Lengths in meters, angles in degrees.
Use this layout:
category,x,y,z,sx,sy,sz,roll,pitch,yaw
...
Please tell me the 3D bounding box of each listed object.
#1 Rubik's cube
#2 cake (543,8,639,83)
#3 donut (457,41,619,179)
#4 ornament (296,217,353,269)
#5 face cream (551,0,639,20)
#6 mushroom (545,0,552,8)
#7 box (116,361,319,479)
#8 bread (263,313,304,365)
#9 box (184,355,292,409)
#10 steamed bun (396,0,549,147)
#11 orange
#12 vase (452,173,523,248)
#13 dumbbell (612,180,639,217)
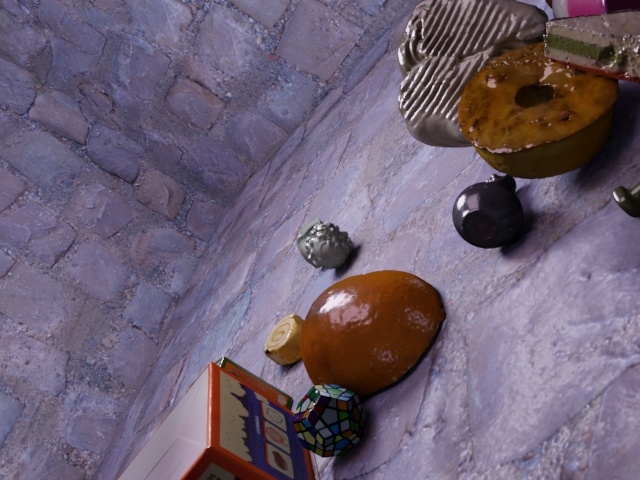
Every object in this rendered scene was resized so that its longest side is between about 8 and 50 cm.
category,x,y,z,sx,sy,sz,roll,pitch,yaw
Rubik's cube,0.016,0.322,1.290,0.133,0.133,0.112,-50,42,18
cake,0.476,-0.318,1.121,0.220,0.086,0.117,28,64,37
donut,0.372,-0.216,1.217,0.278,0.108,0.277,-19,43,19
ornament,0.004,0.013,1.944,0.120,0.130,0.285,-40,7,-7
face cream,0.515,-0.419,1.229,0.175,0.175,0.195,-53,16,8
mushroom,0.553,-0.553,1.428,0.253,0.153,0.253,-46,17,19
box,-0.205,0.482,1.347,0.348,0.257,0.318,-52,18,8
bread,-0.084,0.245,1.795,0.149,0.073,0.122,-29,28,56
box,-0.198,0.390,1.611,0.177,0.195,0.148,-44,19,36
steamed bun,0.328,-0.343,1.474,0.324,0.219,0.309,5,95,32
orange,0.089,0.188,1.397,0.310,0.274,0.274,95,-166,-52
vase,0.303,-0.064,1.267,0.120,0.120,0.183,-42,7,38
dumbbell,0.454,-0.083,0.971,0.118,0.046,0.052,-45,24,30
